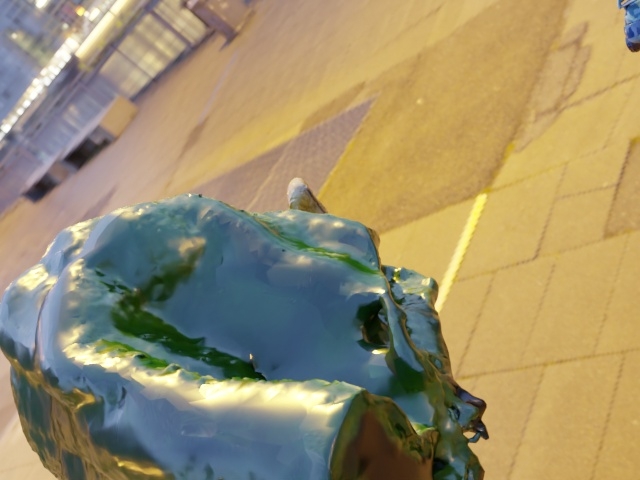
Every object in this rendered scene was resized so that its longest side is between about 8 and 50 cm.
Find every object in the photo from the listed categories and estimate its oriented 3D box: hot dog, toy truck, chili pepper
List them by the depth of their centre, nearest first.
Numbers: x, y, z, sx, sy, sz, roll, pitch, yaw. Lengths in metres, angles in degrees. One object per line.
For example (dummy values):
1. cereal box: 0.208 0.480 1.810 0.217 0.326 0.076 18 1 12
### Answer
1. chili pepper: -0.070 0.068 0.485 0.384 0.167 0.213 2 66 51
2. hot dog: 0.000 0.000 0.577 0.034 0.090 0.030 -38 20 4
3. toy truck: 0.410 -0.286 1.056 0.063 0.074 0.136 -22 10 39
